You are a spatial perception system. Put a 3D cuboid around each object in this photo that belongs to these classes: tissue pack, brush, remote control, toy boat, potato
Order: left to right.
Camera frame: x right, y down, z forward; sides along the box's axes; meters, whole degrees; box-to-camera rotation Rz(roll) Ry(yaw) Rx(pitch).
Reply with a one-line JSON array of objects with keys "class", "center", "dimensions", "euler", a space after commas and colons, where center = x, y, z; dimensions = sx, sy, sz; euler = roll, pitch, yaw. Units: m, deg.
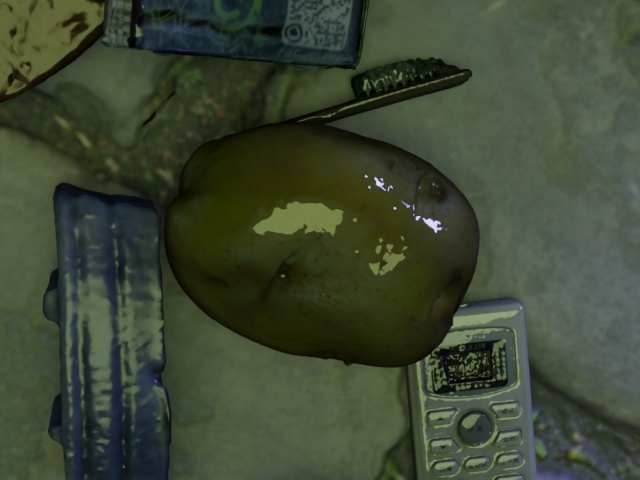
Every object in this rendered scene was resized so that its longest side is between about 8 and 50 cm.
[{"class": "toy boat", "center": [-0.139, 0.104, 0.975], "dimensions": [0.078, 0.127, 0.283], "euler": [-4, 98, -10]}, {"class": "tissue pack", "center": [-0.042, -0.226, 0.923], "dimensions": [0.173, 0.073, 0.235], "euler": [-1, 101, -34]}, {"class": "potato", "center": [0.000, 0.003, 0.962], "dimensions": [0.200, 0.137, 0.154], "euler": [21, 99, -9]}, {"class": "brush", "center": [0.007, -0.092, 1.000], "dimensions": [0.190, 0.034, 0.027], "euler": [-17, 91, -1]}, {"class": "remote control", "center": [0.107, 0.138, 1.049], "dimensions": [0.087, 0.029, 0.190], "euler": [-5, 101, -3]}]

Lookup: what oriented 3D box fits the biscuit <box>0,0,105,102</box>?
[{"class": "biscuit", "center": [-0.265, -0.275, 0.929], "dimensions": [0.350, 0.070, 0.394], "euler": [-24, 101, -3]}]
